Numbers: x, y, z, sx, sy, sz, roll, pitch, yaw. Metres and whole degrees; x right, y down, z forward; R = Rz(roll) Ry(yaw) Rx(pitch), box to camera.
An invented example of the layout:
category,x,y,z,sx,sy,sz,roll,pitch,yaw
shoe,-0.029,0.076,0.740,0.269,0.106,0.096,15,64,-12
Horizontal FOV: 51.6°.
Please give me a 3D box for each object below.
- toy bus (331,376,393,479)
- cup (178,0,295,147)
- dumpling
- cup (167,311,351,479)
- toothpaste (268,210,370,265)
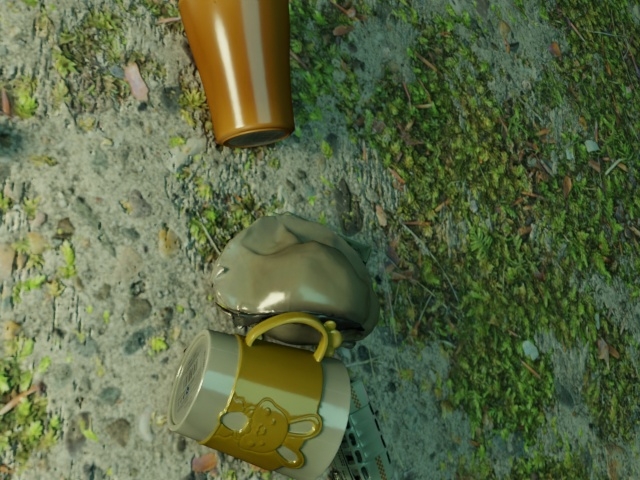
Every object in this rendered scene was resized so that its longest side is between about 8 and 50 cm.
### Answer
category,x,y,z,sx,sy,sz,roll,pitch,yaw
toy bus,0.053,0.317,1.068,0.087,0.089,0.194,-18,88,-37
cup,-0.118,-0.295,1.108,0.226,0.182,0.264,-3,84,-67
dumpling,-0.021,0.064,1.038,0.292,0.163,0.205,18,86,-21
cup,-0.076,0.204,0.941,0.226,0.185,0.241,22,100,-21
toothpaste,0.000,0.000,1.162,0.218,0.041,0.064,27,74,-29
